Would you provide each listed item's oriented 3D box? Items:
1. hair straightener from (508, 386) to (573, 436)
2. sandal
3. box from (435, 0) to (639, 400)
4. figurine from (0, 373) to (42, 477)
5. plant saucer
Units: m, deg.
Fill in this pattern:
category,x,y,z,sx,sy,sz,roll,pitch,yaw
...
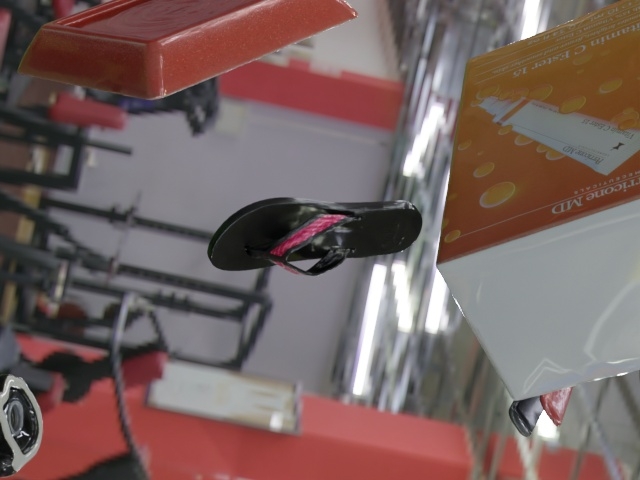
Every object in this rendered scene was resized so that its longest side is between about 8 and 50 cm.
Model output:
category,x,y,z,sx,sy,sz,roll,pitch,yaw
hair straightener,0.243,0.139,1.607,0.089,0.047,0.230,-27,-159,32
sandal,0.000,0.000,1.145,0.040,0.179,0.067,-110,-158,-44
box,0.247,-0.052,1.303,0.168,0.215,0.345,57,27,-28
figurine,-0.393,0.225,1.341,0.215,0.209,0.092,-73,150,-49
plant saucer,-0.139,-0.217,1.437,0.258,0.259,0.047,16,-55,48
